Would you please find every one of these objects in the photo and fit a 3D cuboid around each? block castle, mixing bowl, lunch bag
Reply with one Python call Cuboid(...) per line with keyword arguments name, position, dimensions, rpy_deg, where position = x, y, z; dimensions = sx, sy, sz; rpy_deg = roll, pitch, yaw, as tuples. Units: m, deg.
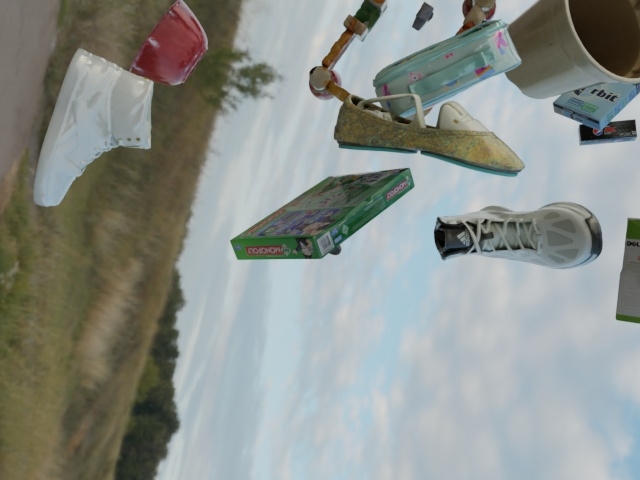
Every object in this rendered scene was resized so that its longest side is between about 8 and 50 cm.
Cuboid(name="block castle", position=(0.203, -0.480, 1.985), dimensions=(0.453, 0.303, 0.213), rpy_deg=(-55, 178, 7))
Cuboid(name="mixing bowl", position=(-0.289, -0.377, 1.613), dimensions=(0.181, 0.098, 0.181), rpy_deg=(-51, -169, 14))
Cuboid(name="lunch bag", position=(0.236, -0.323, 1.529), dimensions=(0.108, 0.279, 0.224), rpy_deg=(64, 9, -5))

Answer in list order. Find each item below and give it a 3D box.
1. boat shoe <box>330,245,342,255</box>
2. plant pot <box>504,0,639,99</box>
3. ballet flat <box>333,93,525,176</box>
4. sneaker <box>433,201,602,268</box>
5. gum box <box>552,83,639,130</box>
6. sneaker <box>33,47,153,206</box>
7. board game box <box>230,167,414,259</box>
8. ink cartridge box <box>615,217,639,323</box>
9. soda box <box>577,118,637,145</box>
Cuboid(name="boat shoe", position=(0.000, 0.000, 1.973), dimensions=(0.046, 0.125, 0.038), rpy_deg=(-43, -162, 19))
Cuboid(name="plant pot", position=(0.614, -0.496, 1.980), dimensions=(0.305, 0.334, 0.333), rpy_deg=(-18, -124, 62))
Cuboid(name="ballet flat", position=(0.181, -0.190, 1.388), dimensions=(0.123, 0.349, 0.123), rpy_deg=(-34, 131, -52))
Cuboid(name="sneaker", position=(0.443, 0.007, 1.968), dimensions=(0.447, 0.257, 0.169), rpy_deg=(5, -75, 60))
Cuboid(name="gum box", position=(0.764, -0.397, 2.239), dimensions=(0.184, 0.041, 0.157), rpy_deg=(-43, -133, -14))
Cuboid(name="sneaker", position=(-0.389, -0.168, 1.424), dimensions=(0.108, 0.169, 0.292), rpy_deg=(-100, -148, -66))
Cuboid(name="board game box", position=(0.009, -0.053, 1.549), dimensions=(0.213, 0.046, 0.317), rpy_deg=(-3, -156, 43))
Cuboid(name="ink cartridge box", position=(0.833, 0.081, 1.956), dimensions=(0.189, 0.097, 0.255), rpy_deg=(7, -90, 44))
Cuboid(name="soda box", position=(0.892, -0.336, 2.526), dimensions=(0.053, 0.169, 0.060), rpy_deg=(44, 44, -74))
